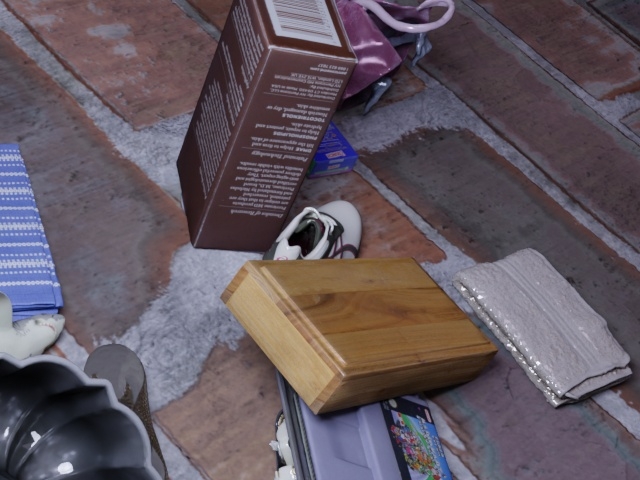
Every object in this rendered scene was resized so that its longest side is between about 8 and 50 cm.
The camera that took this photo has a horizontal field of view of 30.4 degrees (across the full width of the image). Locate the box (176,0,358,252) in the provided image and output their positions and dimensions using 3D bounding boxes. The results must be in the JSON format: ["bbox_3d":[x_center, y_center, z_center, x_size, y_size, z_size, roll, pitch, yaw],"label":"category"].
[{"bbox_3d":[-0.089,-0.178,1.707,0.143,0.381,0.191,7,44,-24],"label":"box"}]

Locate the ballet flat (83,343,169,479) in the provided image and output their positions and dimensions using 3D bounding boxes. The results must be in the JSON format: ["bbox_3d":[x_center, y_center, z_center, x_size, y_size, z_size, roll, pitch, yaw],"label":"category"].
[{"bbox_3d":[-0.238,0.230,1.458,0.084,0.058,0.250,-18,47,-12],"label":"ballet flat"}]

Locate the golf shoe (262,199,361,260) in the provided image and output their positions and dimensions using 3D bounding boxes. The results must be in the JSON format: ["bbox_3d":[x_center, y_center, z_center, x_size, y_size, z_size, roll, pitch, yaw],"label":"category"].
[{"bbox_3d":[0.000,0.000,1.766,0.105,0.120,0.273,31,39,10],"label":"golf shoe"}]

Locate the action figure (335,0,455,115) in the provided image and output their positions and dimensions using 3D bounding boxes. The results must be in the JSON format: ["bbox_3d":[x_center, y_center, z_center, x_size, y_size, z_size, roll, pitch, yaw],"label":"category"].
[{"bbox_3d":[0.005,-0.412,2.108,0.370,0.276,0.248,45,49,2],"label":"action figure"}]

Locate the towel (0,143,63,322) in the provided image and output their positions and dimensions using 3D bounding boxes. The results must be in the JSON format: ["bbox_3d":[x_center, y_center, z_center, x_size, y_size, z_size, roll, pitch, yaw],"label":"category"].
[{"bbox_3d":[-0.499,-0.012,1.600,0.243,0.040,0.336,-2,46,-26],"label":"towel"}]

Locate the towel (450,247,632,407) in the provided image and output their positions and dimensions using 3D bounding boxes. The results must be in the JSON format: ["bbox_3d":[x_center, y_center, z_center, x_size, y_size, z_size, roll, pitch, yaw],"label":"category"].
[{"bbox_3d":[0.352,0.130,1.857,0.187,0.049,0.282,-15,54,-38],"label":"towel"}]

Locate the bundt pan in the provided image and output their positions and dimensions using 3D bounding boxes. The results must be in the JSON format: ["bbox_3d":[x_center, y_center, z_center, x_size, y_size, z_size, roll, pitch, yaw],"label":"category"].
[{"bbox_3d":[-0.331,0.281,1.210,0.331,0.124,0.331,7,79,-38],"label":"bundt pan"}]

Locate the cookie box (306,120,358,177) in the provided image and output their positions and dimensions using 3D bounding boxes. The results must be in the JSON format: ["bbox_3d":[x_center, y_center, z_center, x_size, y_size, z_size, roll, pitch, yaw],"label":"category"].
[{"bbox_3d":[-0.004,-0.159,1.991,0.092,0.040,0.107,-11,52,-35],"label":"cookie box"}]

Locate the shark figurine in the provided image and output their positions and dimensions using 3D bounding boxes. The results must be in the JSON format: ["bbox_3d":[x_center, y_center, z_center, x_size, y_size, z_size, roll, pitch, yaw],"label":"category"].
[{"bbox_3d":[-0.451,0.097,1.429,0.116,0.278,0.166,6,62,37],"label":"shark figurine"}]

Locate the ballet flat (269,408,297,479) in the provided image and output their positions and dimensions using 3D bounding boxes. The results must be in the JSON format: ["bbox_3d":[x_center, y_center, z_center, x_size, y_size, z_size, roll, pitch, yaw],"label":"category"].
[{"bbox_3d":[-0.033,0.288,1.475,0.074,0.074,0.203,14,39,-13],"label":"ballet flat"}]

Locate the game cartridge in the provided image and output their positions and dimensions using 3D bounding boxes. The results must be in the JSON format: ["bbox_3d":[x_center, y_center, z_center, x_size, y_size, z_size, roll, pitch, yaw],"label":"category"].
[{"bbox_3d":[0.066,0.276,1.484,0.230,0.068,0.355,19,33,-27],"label":"game cartridge"}]

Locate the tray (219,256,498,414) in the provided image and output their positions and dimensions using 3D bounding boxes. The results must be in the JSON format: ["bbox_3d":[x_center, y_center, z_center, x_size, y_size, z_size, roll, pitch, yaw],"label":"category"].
[{"bbox_3d":[0.068,0.114,1.607,0.203,0.076,0.411,48,26,25],"label":"tray"}]
